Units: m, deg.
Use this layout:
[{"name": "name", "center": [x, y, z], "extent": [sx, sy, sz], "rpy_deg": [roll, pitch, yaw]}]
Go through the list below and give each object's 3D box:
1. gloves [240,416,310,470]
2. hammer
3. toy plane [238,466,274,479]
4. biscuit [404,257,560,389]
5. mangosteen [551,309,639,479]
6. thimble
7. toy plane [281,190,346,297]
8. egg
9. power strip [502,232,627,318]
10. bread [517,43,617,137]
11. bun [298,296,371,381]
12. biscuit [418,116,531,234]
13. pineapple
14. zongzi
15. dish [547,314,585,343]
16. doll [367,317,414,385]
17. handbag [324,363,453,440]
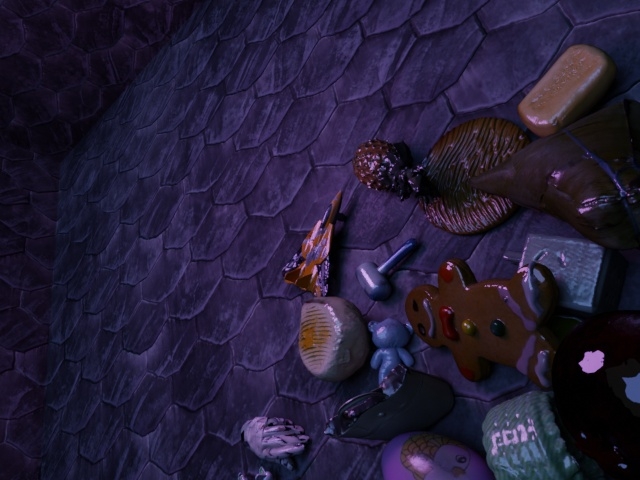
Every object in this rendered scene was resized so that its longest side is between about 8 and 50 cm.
[{"name": "gloves", "center": [-0.129, 0.557, 1.506], "extent": [0.212, 0.111, 0.128], "rpy_deg": [-11, 61, 49]}, {"name": "hammer", "center": [0.185, 0.066, 1.442], "extent": [0.194, 0.069, 0.116], "rpy_deg": [-44, 47, 15]}, {"name": "toy plane", "center": [-0.182, 0.715, 1.506], "extent": [0.174, 0.080, 0.174], "rpy_deg": [-17, 64, 39]}, {"name": "biscuit", "center": [0.318, 0.179, 1.165], "extent": [0.432, 0.064, 0.283], "rpy_deg": [-1, 103, 59]}, {"name": "mangosteen", "center": [0.555, 0.230, 0.880], "extent": [0.347, 0.307, 0.307], "rpy_deg": [-41, 42, -17]}, {"name": "thimble", "center": [0.408, 0.389, 0.996], "extent": [0.150, 0.219, 0.219], "rpy_deg": [-35, 52, 26]}, {"name": "toy plane", "center": [0.008, 0.004, 1.614], "extent": [0.204, 0.103, 0.316], "rpy_deg": [23, 83, 44]}, {"name": "egg", "center": [0.241, 0.501, 1.115], "extent": [0.271, 0.196, 0.196], "rpy_deg": [0, 73, 45]}, {"name": "power strip", "center": [0.477, 0.071, 1.107], "extent": [0.224, 0.139, 0.140], "rpy_deg": [9, 80, 44]}, {"name": "bread", "center": [0.558, -0.329, 1.226], "extent": [0.217, 0.098, 0.147], "rpy_deg": [-46, 47, 16]}, {"name": "bun", "center": [0.043, 0.246, 1.431], "extent": [0.244, 0.153, 0.244], "rpy_deg": [5, 96, 60]}, {"name": "biscuit", "center": [0.382, -0.166, 1.367], "extent": [0.318, 0.040, 0.318], "rpy_deg": [-17, 63, 37]}, {"name": "pineapple", "center": [0.197, -0.185, 1.431], "extent": [0.141, 0.170, 0.310], "rpy_deg": [-24, 29, -15]}, {"name": "zongzi", "center": [0.465, -0.089, 1.077], "extent": [0.392, 0.174, 0.356], "rpy_deg": [-18, 28, 32]}, {"name": "dish", "center": [0.521, 0.181, 1.083], "extent": [0.137, 0.091, 0.039], "rpy_deg": [1, 30, 39]}, {"name": "doll", "center": [0.176, 0.285, 1.362], "extent": [0.075, 0.120, 0.180], "rpy_deg": [124, 148, -86]}, {"name": "handbag", "center": [0.137, 0.352, 1.186], "extent": [0.241, 0.315, 0.109], "rpy_deg": [-45, 46, 19]}]
